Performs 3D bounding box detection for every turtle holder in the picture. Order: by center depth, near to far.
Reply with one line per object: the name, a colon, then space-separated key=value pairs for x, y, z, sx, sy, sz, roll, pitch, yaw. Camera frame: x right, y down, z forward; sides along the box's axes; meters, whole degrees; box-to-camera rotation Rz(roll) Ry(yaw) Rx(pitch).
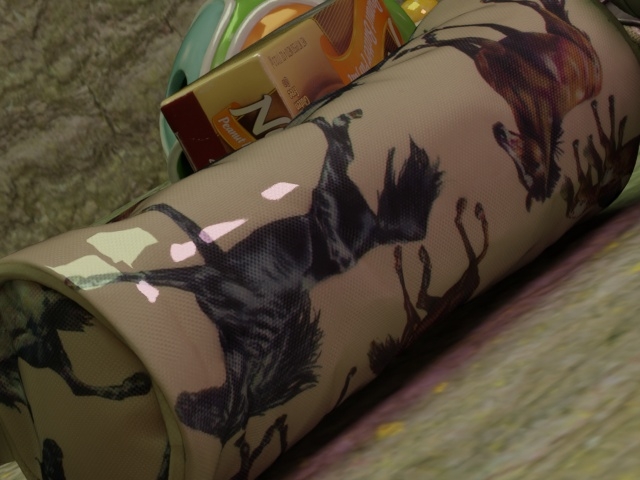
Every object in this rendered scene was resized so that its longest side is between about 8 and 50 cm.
turtle holder: x=-0.052 y=-0.120 z=1.538 sx=0.320 sy=0.243 sz=0.227 roll=-7 pitch=39 yaw=46

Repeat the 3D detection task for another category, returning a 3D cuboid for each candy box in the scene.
candy box: x=0.010 y=-0.070 z=1.204 sx=0.087 sy=0.183 sz=0.316 roll=-24 pitch=9 yaw=20

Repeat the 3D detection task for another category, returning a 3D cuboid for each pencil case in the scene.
pencil case: x=0.000 y=0.000 z=0.897 sx=0.410 sy=0.160 sz=0.183 roll=-34 pitch=6 yaw=-36

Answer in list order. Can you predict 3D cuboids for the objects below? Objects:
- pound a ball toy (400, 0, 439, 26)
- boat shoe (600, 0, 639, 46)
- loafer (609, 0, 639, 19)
pound a ball toy: x=0.139 y=-0.196 z=1.706 sx=0.319 sy=0.136 sz=0.208 roll=-27 pitch=8 yaw=16
boat shoe: x=0.225 y=-0.133 z=1.194 sx=0.285 sy=0.103 sz=0.092 roll=-33 pitch=14 yaw=-7
loafer: x=0.265 y=-0.160 z=1.030 sx=0.319 sy=0.111 sz=0.112 roll=-2 pitch=-59 yaw=-51
